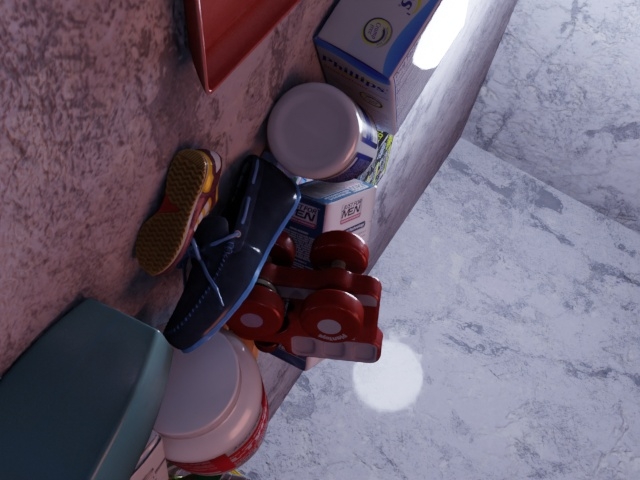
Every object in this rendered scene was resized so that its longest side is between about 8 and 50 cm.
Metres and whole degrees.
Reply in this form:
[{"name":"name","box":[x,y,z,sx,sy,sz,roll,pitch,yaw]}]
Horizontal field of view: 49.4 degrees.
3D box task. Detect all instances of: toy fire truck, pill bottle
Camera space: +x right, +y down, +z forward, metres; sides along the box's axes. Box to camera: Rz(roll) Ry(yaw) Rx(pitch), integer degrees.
[{"name":"toy fire truck","box":[-0.040,0.122,1.196,0.253,0.302,0.169,89,6,-46]},{"name":"pill bottle","box":[-0.210,0.276,1.209,0.229,0.229,0.407,-55,168,-19]},{"name":"pill bottle","box":[0.018,-0.176,1.205,0.153,0.153,0.265,-61,168,9]}]

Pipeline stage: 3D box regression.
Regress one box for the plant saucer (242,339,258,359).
[{"name":"plant saucer","box":[-0.195,0.268,1.583,0.200,0.037,0.199,-42,139,-51]}]

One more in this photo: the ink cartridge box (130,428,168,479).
[{"name":"ink cartridge box","box":[-0.314,0.312,1.028,0.092,0.159,0.218,-50,166,-33]}]

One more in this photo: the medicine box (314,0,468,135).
[{"name":"medicine box","box":[0.134,-0.367,1.221,0.263,0.149,0.289,-58,168,-4]}]

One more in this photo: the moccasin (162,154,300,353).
[{"name":"moccasin","box":[-0.154,0.009,1.051,0.138,0.117,0.342,-22,-148,42]}]

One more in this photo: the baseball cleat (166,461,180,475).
[{"name":"baseball cleat","box":[-0.350,0.512,1.631,0.206,0.072,0.109,-43,176,5]}]

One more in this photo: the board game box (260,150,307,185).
[{"name":"board game box","box":[-0.100,-0.068,1.271,0.160,0.039,0.211,-59,169,1]}]

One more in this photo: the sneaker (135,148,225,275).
[{"name":"sneaker","box":[-0.180,-0.035,0.934,0.185,0.070,0.084,-61,164,15]}]

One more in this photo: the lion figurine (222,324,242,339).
[{"name":"lion figurine","box":[-0.123,0.115,1.493,0.392,0.142,0.240,-30,160,-40]}]

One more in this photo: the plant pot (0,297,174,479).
[{"name":"plant pot","box":[-0.293,0.204,0.863,0.165,0.166,0.234,92,23,-68]}]

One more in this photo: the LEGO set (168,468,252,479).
[{"name":"LEGO set","box":[-0.302,0.545,1.456,0.331,0.255,0.192,-65,155,-15]}]

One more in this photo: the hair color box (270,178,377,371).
[{"name":"hair color box","box":[0.000,0.058,1.351,0.174,0.105,0.347,-24,128,-51]}]

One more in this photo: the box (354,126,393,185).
[{"name":"box","box":[0.109,-0.179,1.839,0.216,0.060,0.270,-55,169,-21]}]

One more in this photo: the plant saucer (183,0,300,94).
[{"name":"plant saucer","box":[-0.067,-0.323,0.730,0.259,0.048,0.258,-53,167,-25]}]
